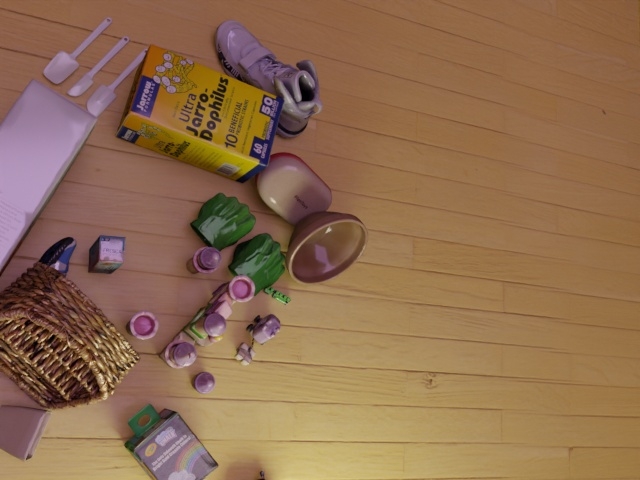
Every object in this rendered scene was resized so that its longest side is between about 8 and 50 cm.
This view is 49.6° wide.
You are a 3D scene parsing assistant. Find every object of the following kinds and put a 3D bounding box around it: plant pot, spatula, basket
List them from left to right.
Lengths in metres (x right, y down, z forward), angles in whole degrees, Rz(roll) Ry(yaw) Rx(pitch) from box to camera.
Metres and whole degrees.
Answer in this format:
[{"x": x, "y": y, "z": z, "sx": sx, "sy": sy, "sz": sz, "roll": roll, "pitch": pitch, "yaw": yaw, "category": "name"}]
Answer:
[{"x": -0.660, "y": 0.411, "z": 1.511, "sx": 0.096, "sy": 0.109, "sz": 0.109, "roll": 21, "pitch": 72, "yaw": -9, "category": "plant pot"}, {"x": -0.564, "y": 0.230, "z": 1.481, "sx": 0.223, "sy": 0.213, "sz": 0.299, "roll": -47, "pitch": 125, "yaw": -24, "category": "basket"}, {"x": -0.558, "y": -0.448, "z": 1.751, "sx": 0.168, "sy": 0.019, "sz": 0.242, "roll": 40, "pitch": 67, "yaw": -14, "category": "spatula"}, {"x": 0.000, "y": 0.000, "z": 1.866, "sx": 0.237, "sy": 0.237, "sz": 0.109, "roll": -13, "pitch": 49, "yaw": -27, "category": "plant pot"}]

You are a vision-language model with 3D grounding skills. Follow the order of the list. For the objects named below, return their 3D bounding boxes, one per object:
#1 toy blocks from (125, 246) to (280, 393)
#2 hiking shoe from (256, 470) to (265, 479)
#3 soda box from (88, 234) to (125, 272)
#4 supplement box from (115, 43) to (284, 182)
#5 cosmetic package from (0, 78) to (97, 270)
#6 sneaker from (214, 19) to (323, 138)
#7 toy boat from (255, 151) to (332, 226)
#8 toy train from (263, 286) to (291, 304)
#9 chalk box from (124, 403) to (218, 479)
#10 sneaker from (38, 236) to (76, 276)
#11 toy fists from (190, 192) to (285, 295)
[{"x": -0.251, "y": 0.202, "z": 1.654, "sx": 0.309, "sy": 0.260, "sz": 0.288, "roll": 46, "pitch": 65, "yaw": -12, "category": "toy blocks"}, {"x": -0.209, "y": 0.669, "z": 1.706, "sx": 0.227, "sy": 0.086, "sz": 0.114, "roll": -28, "pitch": 80, "yaw": -33, "category": "hiking shoe"}, {"x": -0.496, "y": 0.035, "z": 1.605, "sx": 0.058, "sy": 0.183, "sz": 0.063, "roll": 5, "pitch": 78, "yaw": -25, "category": "soda box"}, {"x": -0.303, "y": -0.309, "z": 1.752, "sx": 0.357, "sy": 0.195, "sz": 0.194, "roll": 19, "pitch": 74, "yaw": -22, "category": "supplement box"}, {"x": -0.685, "y": -0.101, "z": 1.513, "sx": 0.161, "sy": 0.230, "sz": 0.453, "roll": 32, "pitch": 70, "yaw": -19, "category": "cosmetic package"}, {"x": -0.129, "y": -0.457, "z": 1.854, "sx": 0.137, "sy": 0.210, "sz": 0.366, "roll": -40, "pitch": 99, "yaw": -26, "category": "sneaker"}, {"x": -0.082, "y": -0.153, "z": 1.872, "sx": 0.151, "sy": 0.151, "sz": 0.231, "roll": -39, "pitch": 134, "yaw": 8, "category": "toy boat"}, {"x": -0.117, "y": 0.147, "z": 1.866, "sx": 0.083, "sy": 0.017, "sz": 0.023, "roll": 33, "pitch": 79, "yaw": -18, "category": "toy train"}, {"x": -0.365, "y": 0.483, "z": 1.624, "sx": 0.132, "sy": 0.132, "sz": 0.213, "roll": -39, "pitch": 98, "yaw": -25, "category": "chalk box"}, {"x": -0.621, "y": 0.089, "z": 1.604, "sx": 0.081, "sy": 0.080, "sz": 0.211, "roll": 35, "pitch": 73, "yaw": -30, "category": "sneaker"}, {"x": -0.205, "y": 0.005, "z": 1.805, "sx": 0.142, "sy": 0.096, "sz": 0.279, "roll": -43, "pitch": 102, "yaw": -15, "category": "toy fists"}]
